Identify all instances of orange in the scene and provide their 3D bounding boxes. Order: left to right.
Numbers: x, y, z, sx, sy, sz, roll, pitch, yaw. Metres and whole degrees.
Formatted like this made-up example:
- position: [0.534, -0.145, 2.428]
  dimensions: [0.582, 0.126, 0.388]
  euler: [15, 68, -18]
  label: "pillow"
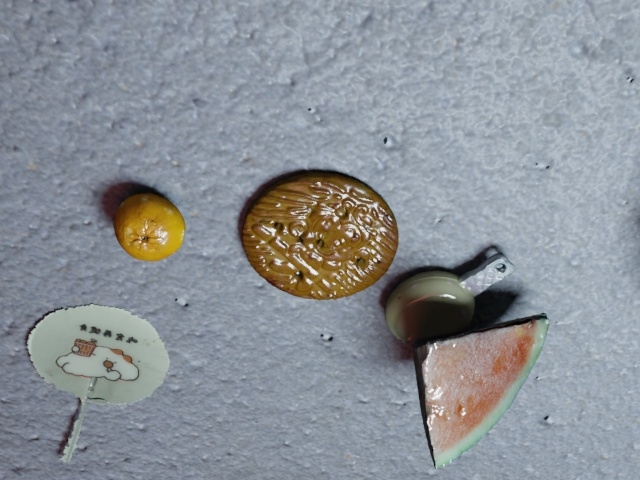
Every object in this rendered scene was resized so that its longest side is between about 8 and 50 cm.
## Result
- position: [-0.197, -0.014, 1.001]
  dimensions: [0.083, 0.070, 0.083]
  euler: [1, 124, 2]
  label: "orange"

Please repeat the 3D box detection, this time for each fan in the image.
- position: [-0.324, 0.208, 1.219]
  dimensions: [0.190, 0.009, 0.329]
  euler: [16, 125, -12]
  label: "fan"

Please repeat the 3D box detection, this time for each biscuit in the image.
- position: [0.000, 0.001, 1.033]
  dimensions: [0.187, 0.027, 0.188]
  euler: [1, 128, 1]
  label: "biscuit"

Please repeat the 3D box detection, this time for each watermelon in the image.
- position: [0.188, 0.161, 1.035]
  dimensions: [0.207, 0.202, 0.136]
  euler: [-36, 81, 17]
  label: "watermelon"

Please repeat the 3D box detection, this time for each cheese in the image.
- position: [0.162, 0.073, 1.072]
  dimensions: [0.171, 0.048, 0.092]
  euler: [-18, 127, 15]
  label: "cheese"
